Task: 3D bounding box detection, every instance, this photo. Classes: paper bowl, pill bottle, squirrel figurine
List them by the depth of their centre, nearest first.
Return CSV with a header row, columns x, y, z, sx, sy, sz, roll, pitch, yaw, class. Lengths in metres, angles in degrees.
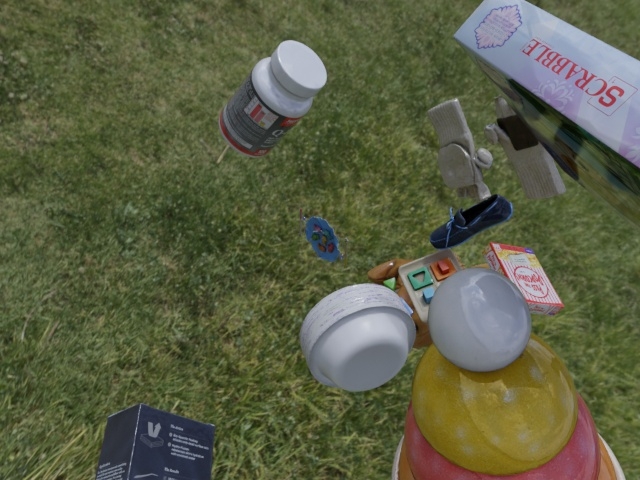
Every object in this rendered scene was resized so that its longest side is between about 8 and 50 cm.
x,y,z,sx,sy,sz,roll,pitch,yaw,class
0.101,0.257,1.274,0.284,0.284,0.148,14,28,-29,paper bowl
-0.153,-0.435,1.619,0.210,0.363,0.210,18,56,-30,pill bottle
0.418,0.222,1.902,0.281,0.396,0.370,62,4,-24,squirrel figurine

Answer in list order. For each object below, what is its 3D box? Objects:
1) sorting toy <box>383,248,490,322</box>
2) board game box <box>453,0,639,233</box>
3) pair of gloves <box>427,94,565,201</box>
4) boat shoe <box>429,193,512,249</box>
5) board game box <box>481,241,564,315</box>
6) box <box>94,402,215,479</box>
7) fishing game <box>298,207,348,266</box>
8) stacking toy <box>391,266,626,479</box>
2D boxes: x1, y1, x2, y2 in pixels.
x,y,z,sx,sy,sz,roll,pitch,yaw,class
0.349,0.125,1.548,0.347,0.047,0.196,-22,57,1,sorting toy
0.310,-0.071,0.504,0.318,0.066,0.318,28,24,-41,board game box
0.305,-0.162,0.938,0.042,0.240,0.204,-33,112,-32,pair of gloves
0.424,-0.066,1.511,0.089,0.258,0.109,40,30,-31,boat shoe
0.520,0.099,1.339,0.146,0.045,0.194,8,46,-23,board game box
-0.258,0.361,0.812,0.156,0.093,0.158,37,38,-39,box
0.000,0.000,1.928,0.041,0.189,0.264,-30,51,-33,fishing game
0.240,0.227,0.699,0.351,0.350,0.480,-60,144,-43,stacking toy
